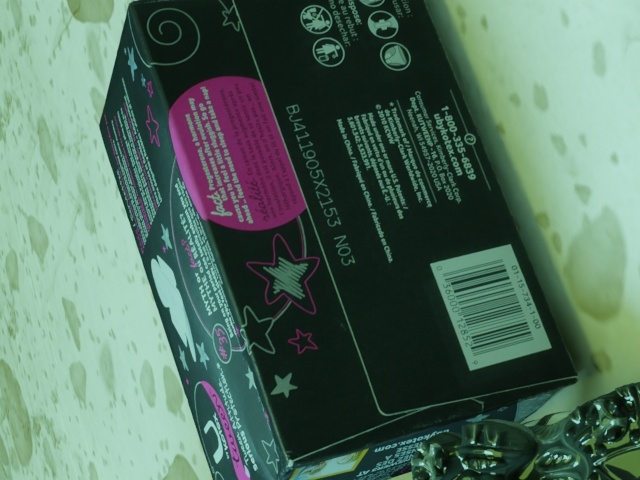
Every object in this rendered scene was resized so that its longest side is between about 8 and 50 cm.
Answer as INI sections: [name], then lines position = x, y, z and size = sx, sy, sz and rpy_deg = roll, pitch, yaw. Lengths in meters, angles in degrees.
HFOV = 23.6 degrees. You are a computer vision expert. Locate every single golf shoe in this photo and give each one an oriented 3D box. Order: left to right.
[golf shoe]
position = 0.138, 0.103, 0.679
size = 0.198, 0.094, 0.077
rpy_deg = -7, 79, 42

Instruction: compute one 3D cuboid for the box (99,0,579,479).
[box]
position = 0.000, 0.000, 0.803
size = 0.142, 0.163, 0.247
rpy_deg = 125, 128, -63
